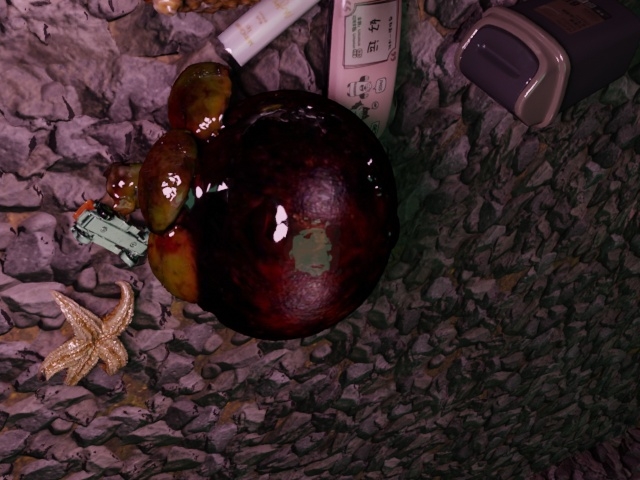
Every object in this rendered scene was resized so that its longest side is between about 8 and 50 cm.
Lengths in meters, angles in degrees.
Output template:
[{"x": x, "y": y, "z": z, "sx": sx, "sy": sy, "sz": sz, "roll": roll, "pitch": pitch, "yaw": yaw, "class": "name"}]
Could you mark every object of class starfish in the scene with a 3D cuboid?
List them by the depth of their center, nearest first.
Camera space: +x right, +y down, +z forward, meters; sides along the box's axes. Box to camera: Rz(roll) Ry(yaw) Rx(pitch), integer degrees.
[{"x": -0.410, "y": 0.170, "z": 1.248, "sx": 0.238, "sy": 0.071, "sz": 0.216, "roll": -48, "pitch": 143, "yaw": 1, "class": "starfish"}]

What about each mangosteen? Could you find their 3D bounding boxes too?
[{"x": -0.084, "y": -0.059, "z": 1.079, "sx": 0.381, "sy": 0.421, "sz": 0.381, "roll": -58, "pitch": 174, "yaw": -10, "class": "mangosteen"}]

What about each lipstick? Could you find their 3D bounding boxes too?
[{"x": -0.037, "y": -0.362, "z": 1.042, "sx": 0.264, "sy": 0.059, "sz": 0.059, "roll": -39, "pitch": 138, "yaw": 3, "class": "lipstick"}]

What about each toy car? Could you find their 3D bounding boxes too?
[{"x": -0.333, "y": -0.014, "z": 1.146, "sx": 0.073, "sy": 0.054, "sz": 0.143, "roll": -45, "pitch": 141, "yaw": 9, "class": "toy car"}]

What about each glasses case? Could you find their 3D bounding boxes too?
[{"x": 0.066, "y": -0.287, "z": 1.164, "sx": 0.122, "sy": 0.075, "sz": 0.314, "roll": -18, "pitch": 134, "yaw": -25, "class": "glasses case"}]

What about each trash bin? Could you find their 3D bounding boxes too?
[{"x": 0.405, "y": -0.333, "z": 1.263, "sx": 0.290, "sy": 0.209, "sz": 0.182, "roll": -26, "pitch": 143, "yaw": -20, "class": "trash bin"}]

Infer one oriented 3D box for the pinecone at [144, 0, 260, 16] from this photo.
[{"x": -0.151, "y": -0.385, "z": 0.815, "sx": 0.264, "sy": 0.264, "sz": 0.264, "roll": -19, "pitch": 134, "yaw": -20, "class": "pinecone"}]
